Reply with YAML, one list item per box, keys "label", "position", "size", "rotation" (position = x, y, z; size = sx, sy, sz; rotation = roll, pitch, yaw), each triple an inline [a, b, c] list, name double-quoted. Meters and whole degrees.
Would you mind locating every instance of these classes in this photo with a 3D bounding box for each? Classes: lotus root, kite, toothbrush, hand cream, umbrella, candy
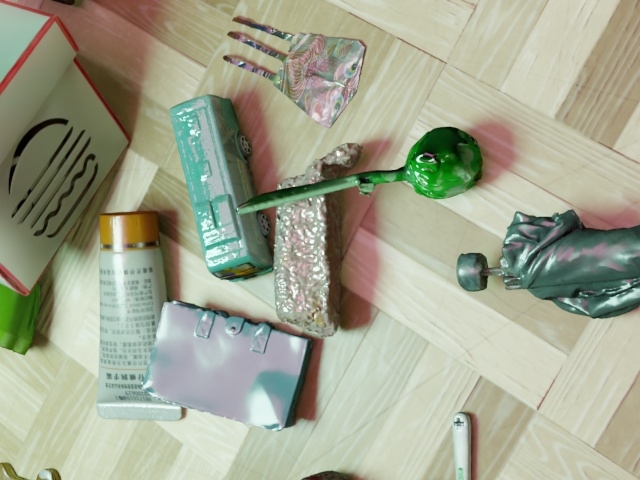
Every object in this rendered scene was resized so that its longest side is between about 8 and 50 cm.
- label: "lotus root"
  position: [-0.504, 0.068, 1.631]
  size: [0.186, 0.186, 0.186]
  rotation: [-1, 88, 25]
- label: "kite"
  position: [-0.048, -0.250, 1.501]
  size: [0.229, 0.016, 0.127]
  rotation: [23, 94, 23]
- label: "toothbrush"
  position: [0.184, 0.375, 1.361]
  size: [0.030, 0.030, 0.304]
  rotation: [-2, 87, 25]
- label: "hand cream"
  position: [-0.271, 0.114, 1.553]
  size: [0.139, 0.089, 0.315]
  rotation: [2, 94, 16]
- label: "umbrella"
  position: [0.336, 0.026, 1.269]
  size: [0.348, 0.094, 0.143]
  rotation: [-6, 92, 27]
- label: "candy"
  position: [0.049, -0.074, 1.353]
  size: [0.323, 0.097, 0.097]
  rotation: [-12, 82, -1]

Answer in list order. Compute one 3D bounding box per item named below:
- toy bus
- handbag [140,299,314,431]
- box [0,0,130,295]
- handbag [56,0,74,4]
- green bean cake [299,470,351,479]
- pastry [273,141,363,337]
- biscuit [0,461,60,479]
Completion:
- label: "toy bus"
  position: [-0.140, -0.073, 1.490]
  size: [0.091, 0.109, 0.262]
  rotation: [-18, 82, 17]
- label: "handbag"
  position: [-0.130, 0.174, 1.482]
  size: [0.221, 0.057, 0.144]
  rotation: [13, 88, 14]
- label: "box"
  position: [-0.510, -0.150, 1.504]
  size: [0.312, 0.300, 0.314]
  rotation: [20, 68, 25]
- label: "handbag"
  position: [-0.465, -0.427, 1.627]
  size: [0.193, 0.151, 0.072]
  rotation: [18, 92, 26]
- label: "green bean cake"
  position: [0.013, 0.440, 1.401]
  size: [0.198, 0.097, 0.233]
  rotation: [30, 100, 24]
- label: "pastry"
  position: [-0.013, -0.004, 1.426]
  size: [0.112, 0.103, 0.265]
  rotation: [8, 86, 11]
- label: "biscuit"
  position: [-0.444, 0.424, 1.653]
  size: [0.204, 0.031, 0.138]
  rotation: [11, 92, 23]
